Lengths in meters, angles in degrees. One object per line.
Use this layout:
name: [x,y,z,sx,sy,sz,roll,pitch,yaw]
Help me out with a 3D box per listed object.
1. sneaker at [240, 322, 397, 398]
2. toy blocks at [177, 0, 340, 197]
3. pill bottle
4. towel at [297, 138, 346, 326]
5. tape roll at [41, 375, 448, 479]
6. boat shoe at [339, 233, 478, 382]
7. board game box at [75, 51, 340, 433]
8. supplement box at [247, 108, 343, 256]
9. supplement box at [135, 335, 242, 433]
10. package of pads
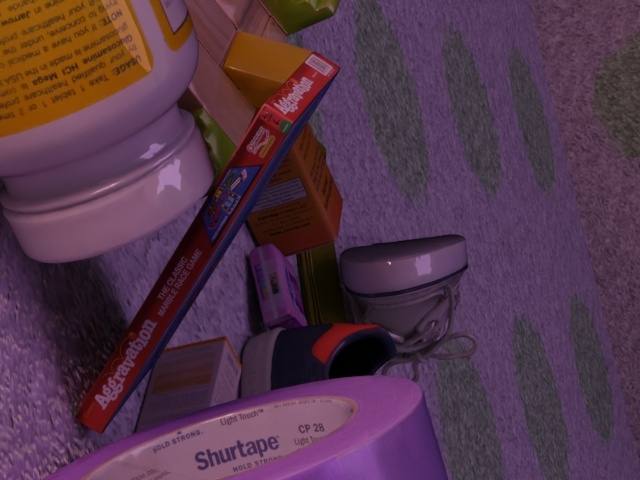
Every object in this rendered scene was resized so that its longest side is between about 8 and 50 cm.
sneaker: [0.016,0.221,1.559,0.131,0.148,0.350,48,33,-55]
toy blocks: [-0.137,-0.240,1.451,0.261,0.190,0.381,51,38,-27]
pill bottle: [-0.192,-0.163,1.164,0.188,0.188,0.334,-68,141,-61]
towel: [0.000,0.000,1.883,0.102,0.021,0.237,34,46,-63]
tape roll: [-0.054,0.174,1.181,0.275,0.274,0.090,-34,109,-71]
boat shoe: [0.095,0.078,1.938,0.367,0.135,0.156,-15,98,-86]
board game box: [-0.081,0.000,1.306,0.027,0.281,0.145,33,24,1]
supplement box: [-0.056,-0.100,1.701,0.078,0.080,0.233,-80,148,-56]
supplement box: [-0.101,0.124,1.421,0.098,0.062,0.036,-79,151,-51]
package of pads: [-0.039,0.049,1.693,0.050,0.032,0.083,47,23,-55]
